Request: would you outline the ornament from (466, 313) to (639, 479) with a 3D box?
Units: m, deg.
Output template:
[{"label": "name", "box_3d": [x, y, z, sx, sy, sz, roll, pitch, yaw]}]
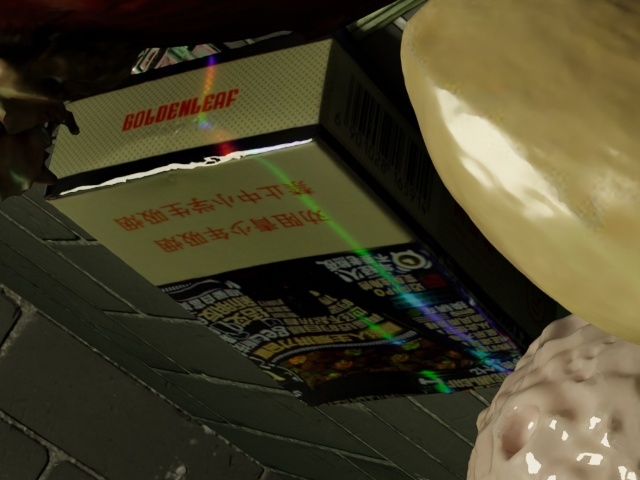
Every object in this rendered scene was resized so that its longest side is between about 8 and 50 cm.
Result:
[{"label": "ornament", "box_3d": [0.197, 0.133, 0.773, 0.259, 0.259, 0.225, 26, 122, 18]}]

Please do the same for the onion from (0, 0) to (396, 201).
[{"label": "onion", "box_3d": [-0.092, -0.151, 0.483, 0.347, 0.285, 0.347, 18, -177, -1]}]

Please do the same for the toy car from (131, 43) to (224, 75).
[{"label": "toy car", "box_3d": [-0.074, -0.091, 1.051, 0.142, 0.069, 0.055, 35, 175, -13]}]

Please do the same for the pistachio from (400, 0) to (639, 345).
[{"label": "pistachio", "box_3d": [0.141, -0.041, 0.673, 0.229, 0.157, 0.157, 34, 165, 14]}]

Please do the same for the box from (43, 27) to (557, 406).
[{"label": "box", "box_3d": [0.000, 0.000, 1.003, 0.198, 0.084, 0.310, -10, 145, 30]}]

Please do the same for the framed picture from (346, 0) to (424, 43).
[{"label": "framed picture", "box_3d": [-0.048, -0.191, 0.795, 0.252, 0.014, 0.197, 35, 165, -12]}]
